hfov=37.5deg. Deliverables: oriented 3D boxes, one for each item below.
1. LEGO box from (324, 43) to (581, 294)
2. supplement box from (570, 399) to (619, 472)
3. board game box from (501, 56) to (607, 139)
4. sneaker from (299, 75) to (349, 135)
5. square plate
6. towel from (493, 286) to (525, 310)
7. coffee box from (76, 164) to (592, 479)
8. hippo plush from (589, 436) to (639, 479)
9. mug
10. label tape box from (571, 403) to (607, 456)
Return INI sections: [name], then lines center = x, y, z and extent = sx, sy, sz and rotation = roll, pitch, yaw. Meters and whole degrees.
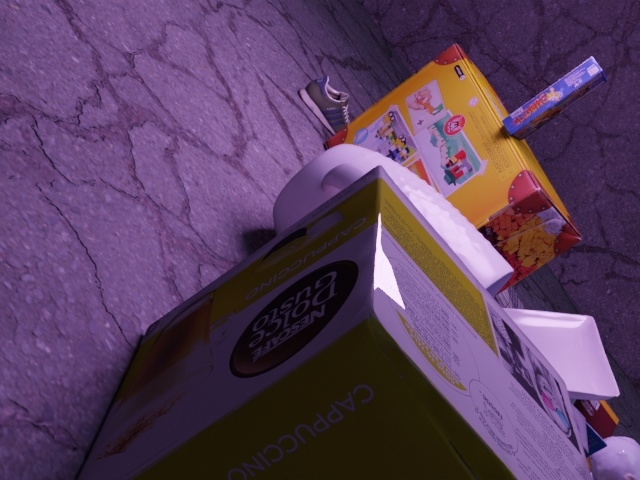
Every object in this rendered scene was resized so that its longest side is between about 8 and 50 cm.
[LEGO box]
center = 0.253, -0.113, 1.961
extent = 0.193, 0.372, 0.500
rotation = 38, 24, -40
[supplement box]
center = 0.494, 0.377, 1.971
extent = 0.191, 0.129, 0.194
rotation = 53, 41, -2
[board game box]
center = 0.450, -0.268, 1.804
extent = 0.035, 0.201, 0.136
rotation = 58, 18, 11
[sneaker]
center = 0.040, -0.310, 2.241
extent = 0.192, 0.086, 0.064
rotation = 45, 20, -27
[square plate]
center = 0.407, 0.231, 1.930
extent = 0.347, 0.343, 0.049
rotation = -72, 166, -68
[towel]
center = 0.509, 0.170, 2.509
extent = 0.312, 0.056, 0.324
rotation = 58, 15, -23
[coffee box]
center = 0.025, 0.195, 0.906
extent = 0.338, 0.337, 0.334
rotation = 49, 19, -16
[hippo plush]
center = 0.529, 0.481, 1.694
extent = 0.294, 0.236, 0.234
rotation = 32, 45, -19
[mug]
center = 0.089, 0.006, 1.435
extent = 0.328, 0.276, 0.374
rotation = 48, -10, 14
[label tape box]
center = 0.252, 0.309, 1.401
extent = 0.347, 0.249, 0.115
rotation = 45, 20, -26
